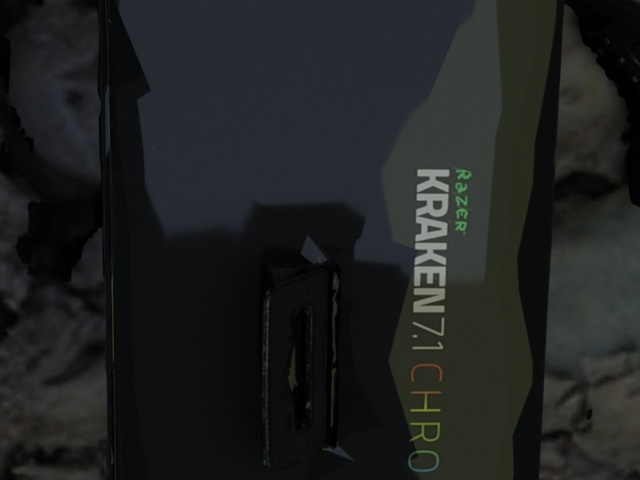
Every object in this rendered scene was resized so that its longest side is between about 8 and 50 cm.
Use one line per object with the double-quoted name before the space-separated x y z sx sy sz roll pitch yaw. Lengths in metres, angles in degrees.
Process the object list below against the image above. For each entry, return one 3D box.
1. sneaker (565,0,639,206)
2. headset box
"sneaker" 0.144 -0.051 0.735 0.170 0.051 0.089 24 100 -12
"headset box" 0.000 0.000 0.627 0.131 0.283 0.246 0 107 -2
